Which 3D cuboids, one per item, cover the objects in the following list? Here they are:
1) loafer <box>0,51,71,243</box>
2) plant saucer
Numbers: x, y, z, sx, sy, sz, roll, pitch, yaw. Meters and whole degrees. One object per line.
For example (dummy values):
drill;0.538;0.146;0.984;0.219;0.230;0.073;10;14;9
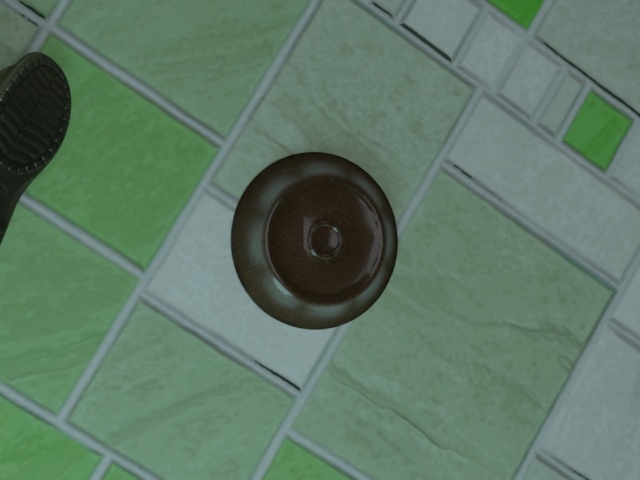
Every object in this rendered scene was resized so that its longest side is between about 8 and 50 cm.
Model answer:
loafer;-0.345;-0.078;1.778;0.102;0.092;0.268;49;56;-40
plant saucer;0.000;0.000;1.935;0.199;0.036;0.198;1;88;-20
